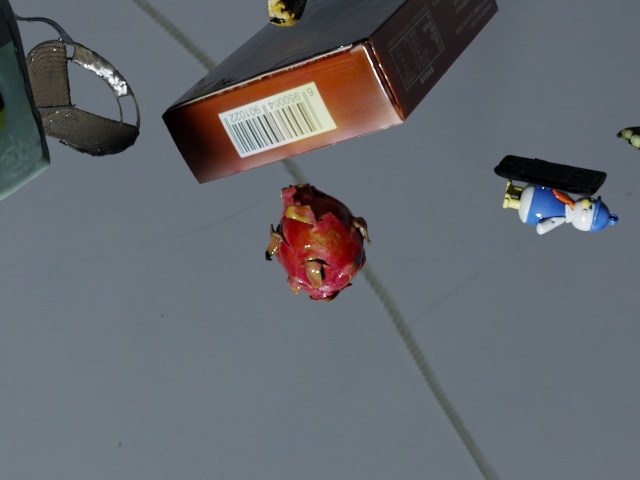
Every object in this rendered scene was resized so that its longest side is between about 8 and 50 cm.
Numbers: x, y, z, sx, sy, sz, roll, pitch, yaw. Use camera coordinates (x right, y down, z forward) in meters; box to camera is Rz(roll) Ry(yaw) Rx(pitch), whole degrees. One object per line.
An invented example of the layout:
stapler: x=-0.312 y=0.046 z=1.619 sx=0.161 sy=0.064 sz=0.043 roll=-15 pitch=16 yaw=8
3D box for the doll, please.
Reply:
doll: x=0.296 y=-0.040 z=1.588 sx=0.143 sy=0.058 sz=0.099 roll=15 pitch=48 yaw=8

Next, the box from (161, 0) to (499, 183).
box: x=0.022 y=-0.252 z=1.793 sx=0.122 sy=0.344 sz=0.385 roll=63 pitch=37 yaw=-18

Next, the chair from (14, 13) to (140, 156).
chair: x=-0.340 y=-0.184 z=1.635 sx=0.213 sy=0.174 sz=0.149 roll=10 pitch=67 yaw=-47

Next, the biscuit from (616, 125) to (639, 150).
biscuit: x=0.352 y=-0.045 z=1.023 sx=0.139 sy=0.231 sz=0.016 roll=-1 pitch=116 yaw=-22

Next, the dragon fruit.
dragon fruit: x=0.000 y=0.000 z=1.720 sx=0.133 sy=0.136 sz=0.166 roll=-11 pitch=104 yaw=26

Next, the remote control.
remote control: x=0.201 y=-0.056 z=1.131 sx=0.096 sy=0.039 sz=0.014 roll=14 pitch=125 yaw=27

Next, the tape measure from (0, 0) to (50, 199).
tape measure: x=-0.346 y=-0.117 z=0.994 sx=0.138 sy=0.259 sz=0.262 roll=17 pitch=124 yaw=26

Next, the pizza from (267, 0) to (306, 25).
pizza: x=-0.042 y=-0.353 z=1.687 sx=0.041 sy=0.178 sz=0.131 roll=-4 pitch=114 yaw=15
